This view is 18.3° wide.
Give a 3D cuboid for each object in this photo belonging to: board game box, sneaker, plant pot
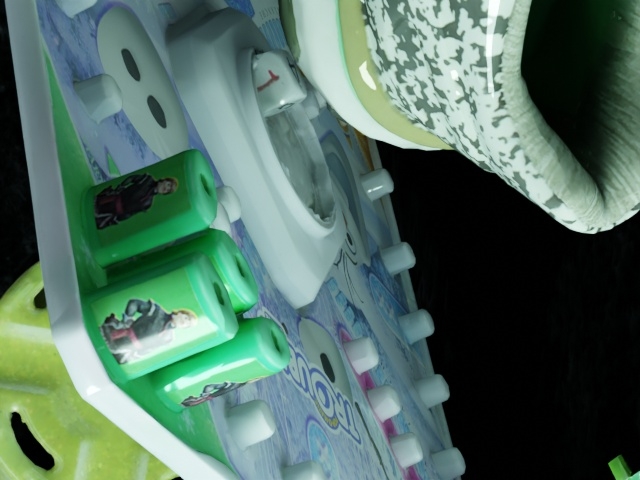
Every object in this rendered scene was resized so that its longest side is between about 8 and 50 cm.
[{"bbox_3d":[-0.012,-0.041,0.814,0.390,0.050,0.390,49,-157,-53],"label":"board game box"},{"bbox_3d":[0.084,-0.179,0.622,0.182,0.158,0.410,-130,30,-49],"label":"sneaker"},{"bbox_3d":[-0.126,0.122,1.272,0.254,0.276,0.276,111,152,-67],"label":"plant pot"}]

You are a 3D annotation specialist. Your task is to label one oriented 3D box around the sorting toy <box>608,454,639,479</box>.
[{"bbox_3d":[0.127,0.113,0.754,0.083,0.012,0.062,-130,37,-69],"label":"sorting toy"}]
